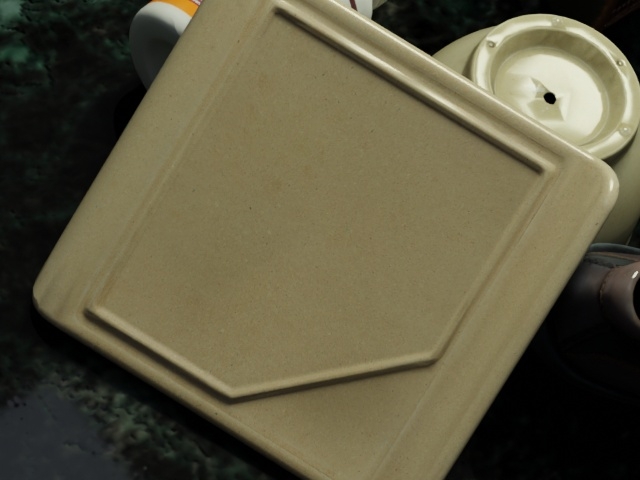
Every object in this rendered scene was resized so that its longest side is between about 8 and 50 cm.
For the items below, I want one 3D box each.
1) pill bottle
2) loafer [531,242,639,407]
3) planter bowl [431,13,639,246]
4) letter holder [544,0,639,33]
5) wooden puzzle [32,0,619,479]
[{"bbox_3d":[-0.027,-0.129,1.004,0.152,0.086,0.086,-38,75,-28],"label":"pill bottle"},{"bbox_3d":[0.263,0.063,0.940,0.303,0.095,0.109,11,80,-15],"label":"loafer"},{"bbox_3d":[0.116,-0.057,0.984,0.162,0.109,0.162,5,61,-10],"label":"planter bowl"},{"bbox_3d":[0.162,-0.315,1.115,0.214,0.152,0.302,-32,73,-28],"label":"letter holder"},{"bbox_3d":[0.000,0.000,0.916,0.239,0.044,0.221,32,94,7],"label":"wooden puzzle"}]
